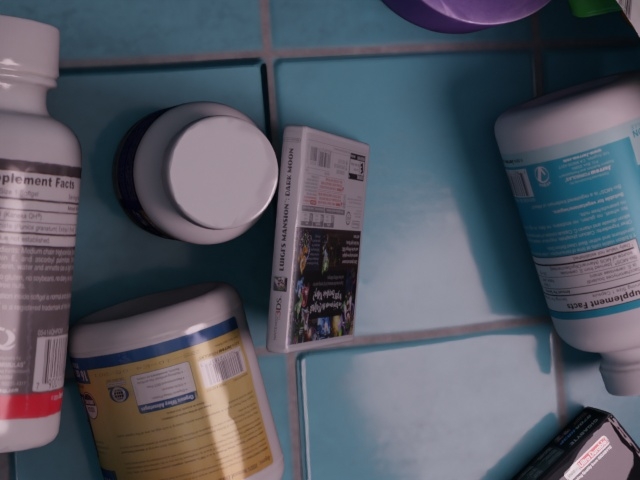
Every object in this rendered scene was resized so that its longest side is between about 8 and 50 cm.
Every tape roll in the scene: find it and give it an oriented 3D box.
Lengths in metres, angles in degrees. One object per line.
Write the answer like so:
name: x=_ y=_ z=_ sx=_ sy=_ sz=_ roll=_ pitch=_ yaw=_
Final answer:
tape roll: x=0.126 y=-0.275 z=1.309 sx=0.189 sy=0.080 sz=0.189 roll=-1 pitch=92 yaw=-17

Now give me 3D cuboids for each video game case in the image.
video game case: x=0.000 y=0.000 z=1.237 sx=0.022 sy=0.190 sz=0.173 roll=5 pitch=91 yaw=16

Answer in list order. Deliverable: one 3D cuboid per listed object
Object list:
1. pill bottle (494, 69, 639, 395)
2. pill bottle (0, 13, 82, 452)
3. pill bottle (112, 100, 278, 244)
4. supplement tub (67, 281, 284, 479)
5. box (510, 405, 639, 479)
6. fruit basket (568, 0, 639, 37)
pill bottle: x=0.254 y=-0.004 z=1.321 sx=0.146 sy=0.146 sz=0.264 roll=-20 pitch=98 yaw=-14
pill bottle: x=-0.273 y=-0.009 z=1.154 sx=0.176 sy=0.176 sz=0.319 roll=5 pitch=90 yaw=-16
pill bottle: x=-0.096 y=-0.053 z=1.197 sx=0.112 sy=0.186 sz=0.112 roll=-1 pitch=92 yaw=-15
supplement tub: x=-0.111 y=0.145 z=1.221 sx=0.144 sy=0.144 sz=0.200 roll=-16 pitch=96 yaw=-15
box: x=0.225 y=0.287 z=1.371 sx=0.220 sy=0.051 sz=0.175 roll=-41 pitch=102 yaw=-10
fruit basket: x=0.314 y=-0.238 z=1.267 sx=0.353 sy=0.165 sz=0.327 roll=49 pitch=50 yaw=-44
